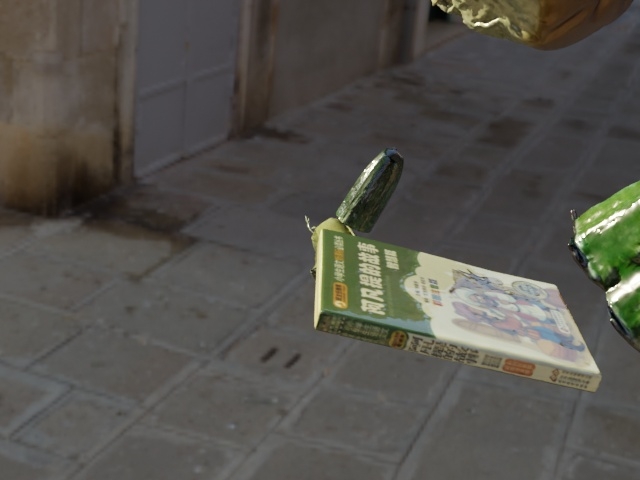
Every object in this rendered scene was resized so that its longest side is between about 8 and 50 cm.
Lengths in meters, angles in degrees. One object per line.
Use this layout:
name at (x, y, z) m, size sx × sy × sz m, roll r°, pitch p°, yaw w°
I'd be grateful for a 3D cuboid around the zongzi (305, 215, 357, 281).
zongzi at (0.000, 0.000, 1.165) m, size 0.130 × 0.062 × 0.154 m, roll 21°, pitch 31°, yaw -48°

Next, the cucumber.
cucumber at (0.065, -0.061, 1.192) m, size 0.048 × 0.105 × 0.048 m, roll 32°, pitch 12°, yaw -7°

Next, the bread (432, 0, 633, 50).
bread at (0.224, -0.350, 1.001) m, size 0.224 × 0.279 × 0.250 m, roll 22°, pitch 52°, yaw 39°

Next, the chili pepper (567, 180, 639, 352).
chili pepper at (0.212, -0.037, 0.413) m, size 0.059 × 0.227 × 0.088 m, roll 14°, pitch 47°, yaw -45°

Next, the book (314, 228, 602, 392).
book at (0.124, 0.064, 0.988) m, size 0.264 × 0.027 × 0.202 m, roll 13°, pitch 22°, yaw -4°
